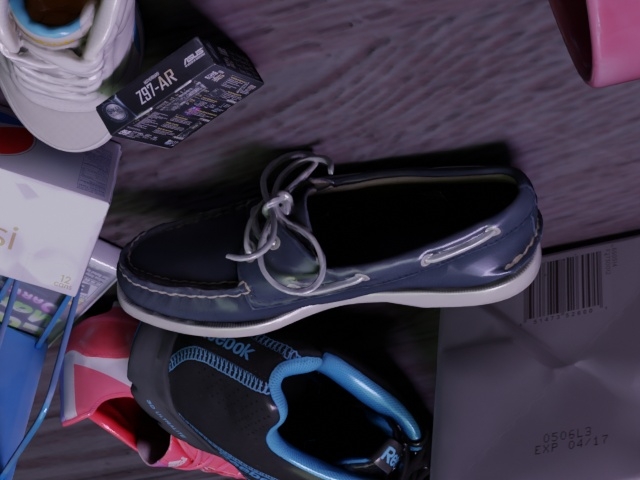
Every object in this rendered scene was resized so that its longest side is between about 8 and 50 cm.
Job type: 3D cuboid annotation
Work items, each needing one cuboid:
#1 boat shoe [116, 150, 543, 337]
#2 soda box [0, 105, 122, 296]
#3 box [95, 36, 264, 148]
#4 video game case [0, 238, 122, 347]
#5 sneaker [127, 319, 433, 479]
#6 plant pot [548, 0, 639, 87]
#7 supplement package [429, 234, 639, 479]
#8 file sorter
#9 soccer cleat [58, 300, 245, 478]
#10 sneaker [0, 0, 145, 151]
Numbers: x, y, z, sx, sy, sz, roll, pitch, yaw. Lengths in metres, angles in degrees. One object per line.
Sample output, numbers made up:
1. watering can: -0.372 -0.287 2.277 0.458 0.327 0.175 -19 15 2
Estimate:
1. boat shoe: 0.000 0.000 0.882 0.255 0.095 0.079 -2 143 11
2. soda box: -0.229 -0.043 0.876 0.216 0.069 0.074 18 122 -11
3. box: -0.072 -0.076 0.804 0.067 0.018 0.083 -33 170 13
4. video game case: -0.249 0.016 1.008 0.190 0.022 0.173 26 139 -22
5. sneaker: 0.020 0.153 1.010 0.140 0.125 0.341 14 161 48
6. plant pot: 0.161 -0.174 0.567 0.180 0.201 0.201 -15 139 5
7. supplement package: 0.207 0.155 0.976 0.178 0.175 0.293 -13 138 23
8. file sorter: -0.248 0.061 0.954 0.170 0.118 0.104 22 137 -17
9. soccer cleat: -0.078 0.133 1.067 0.248 0.095 0.083 34 136 -30
10. sneaker: -0.133 -0.114 0.763 0.087 0.092 0.228 8 144 -2
